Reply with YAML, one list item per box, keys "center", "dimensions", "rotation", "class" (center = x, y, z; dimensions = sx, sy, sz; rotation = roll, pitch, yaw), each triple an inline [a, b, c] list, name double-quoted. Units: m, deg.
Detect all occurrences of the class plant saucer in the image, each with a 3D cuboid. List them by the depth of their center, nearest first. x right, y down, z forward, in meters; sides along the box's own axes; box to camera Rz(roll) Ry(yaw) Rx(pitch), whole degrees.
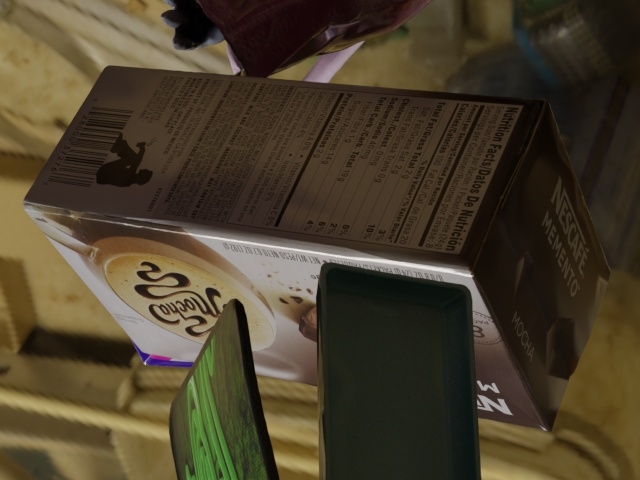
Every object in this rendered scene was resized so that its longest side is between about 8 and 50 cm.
- center: [0.027, 0.104, 0.504]
  dimensions: [0.067, 0.192, 0.018]
  rotation: [10, 157, -29]
  class: "plant saucer"

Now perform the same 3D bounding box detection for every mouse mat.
- center: [-0.024, 0.127, 0.460]
  dimensions: [0.007, 0.189, 0.152]
  rotation: [-5, 161, -16]
  class: "mouse mat"

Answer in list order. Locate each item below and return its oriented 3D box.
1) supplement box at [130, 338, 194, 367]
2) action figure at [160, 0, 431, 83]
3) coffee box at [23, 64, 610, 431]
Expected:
- center: [-0.103, 0.019, 1.483]
  dimensions: [0.220, 0.111, 0.114]
  rotation: [-45, 61, 22]
  class: "supplement box"
- center: [0.079, -0.204, 0.988]
  dimensions: [0.370, 0.248, 0.275]
  rotation: [-20, 151, 6]
  class: "action figure"
- center: [0.000, 0.000, 0.857]
  dimensions: [0.297, 0.118, 0.168]
  rotation: [8, 148, 30]
  class: "coffee box"
